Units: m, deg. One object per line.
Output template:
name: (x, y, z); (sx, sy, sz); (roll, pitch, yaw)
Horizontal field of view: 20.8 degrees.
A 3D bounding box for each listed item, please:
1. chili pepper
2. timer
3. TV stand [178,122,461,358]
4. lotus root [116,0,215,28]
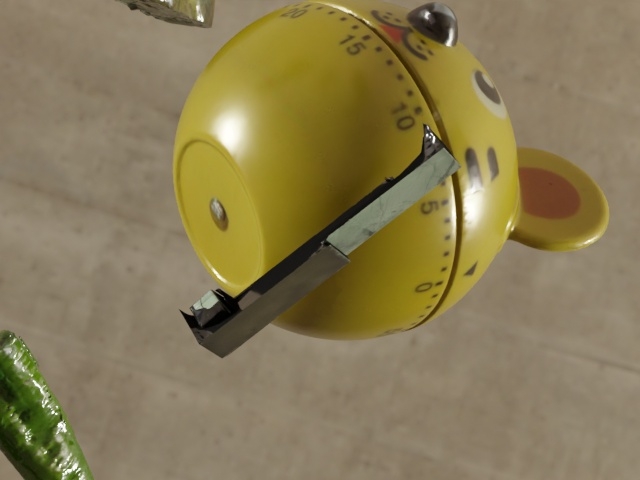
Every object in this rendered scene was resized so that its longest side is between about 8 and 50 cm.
chili pepper: (-0.238, 0.245, 1.669); (0.359, 0.085, 0.076); (60, 9, -16)
timer: (0.057, -0.086, 1.720); (0.387, 0.376, 0.376); (-21, 13, -31)
TV stand: (0.000, 0.000, 1.430); (0.040, 0.256, 0.049); (57, 9, 28)
lotus root: (-0.179, -0.406, 2.092); (0.149, 0.260, 0.267); (17, 0, 27)
